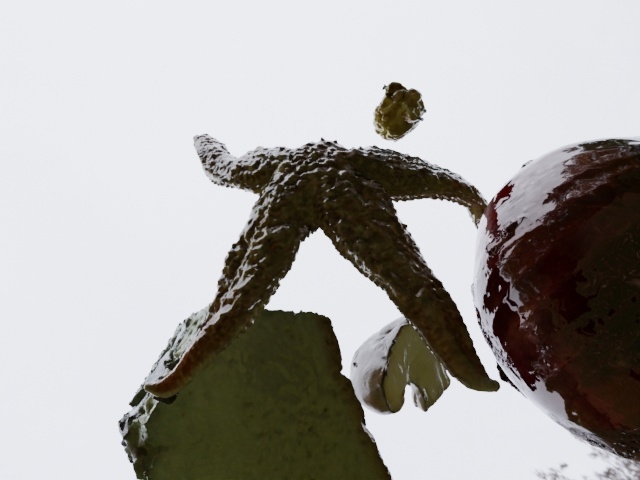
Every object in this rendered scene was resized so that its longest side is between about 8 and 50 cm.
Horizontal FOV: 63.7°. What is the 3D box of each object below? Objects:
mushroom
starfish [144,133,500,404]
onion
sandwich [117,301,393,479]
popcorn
[{"bbox_3d":[0.142,0.219,0.945,0.285,0.151,0.156,-22,-88,-47],"label":"mushroom"},{"bbox_3d":[0.002,-0.008,0.542,0.398,0.384,0.132,6,-42,4],"label":"starfish"},{"bbox_3d":[0.258,0.049,0.431,0.276,0.276,0.276,-2,-82,-15],"label":"onion"},{"bbox_3d":[-0.080,0.229,0.601,0.262,0.131,0.325,-22,-91,-28],"label":"sandwich"},{"bbox_3d":[0.118,-0.174,0.718,0.084,0.084,0.084,-2,-82,-15],"label":"popcorn"}]
